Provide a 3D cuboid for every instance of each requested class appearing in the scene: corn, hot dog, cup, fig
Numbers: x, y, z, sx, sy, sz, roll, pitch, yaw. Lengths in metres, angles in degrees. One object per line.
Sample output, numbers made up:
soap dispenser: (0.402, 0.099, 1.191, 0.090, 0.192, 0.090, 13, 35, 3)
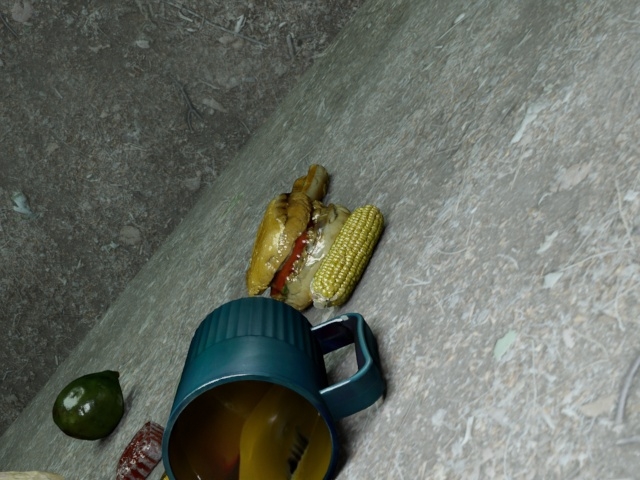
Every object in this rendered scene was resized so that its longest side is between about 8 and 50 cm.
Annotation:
corn: (0.051, 0.030, 1.631, 0.080, 0.080, 0.238, -25, 29, 58)
hot dog: (-0.035, -0.101, 2.154, 0.109, 0.072, 0.269, -45, 16, 31)
cup: (-0.083, 0.218, 1.331, 0.308, 0.242, 0.292, -52, 14, 13)
fig: (-0.646, 0.450, 2.490, 0.195, 0.195, 0.245, -38, 25, 42)

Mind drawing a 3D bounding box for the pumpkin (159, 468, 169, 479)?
pumpkin: (-0.307, 0.482, 1.772, 0.073, 0.035, 0.101, -49, 16, 58)

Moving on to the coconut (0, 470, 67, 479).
coconut: (-0.601, 0.624, 1.669, 0.404, 0.404, 0.405, -47, 17, 20)

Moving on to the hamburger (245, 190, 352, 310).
hamburger: (-0.047, 0.022, 1.766, 0.244, 0.163, 0.244, -160, 90, -76)

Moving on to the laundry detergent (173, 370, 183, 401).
laundry detergent: (-0.231, 0.297, 1.836, 0.253, 0.091, 0.181, -38, 27, 40)

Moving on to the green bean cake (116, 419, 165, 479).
green bean cake: (-0.409, 0.488, 1.995, 0.135, 0.056, 0.136, -50, 16, 5)
